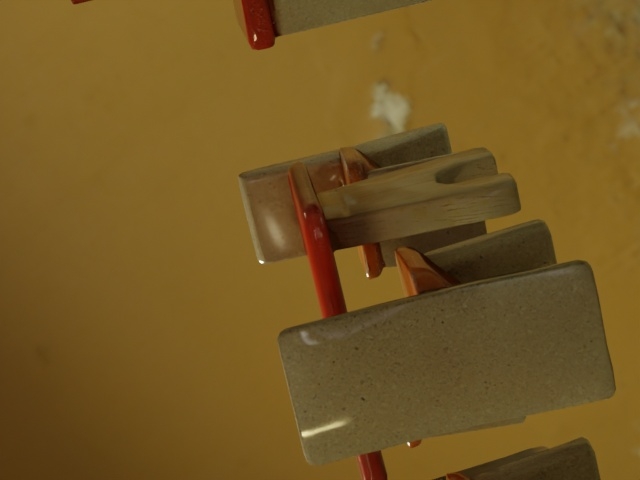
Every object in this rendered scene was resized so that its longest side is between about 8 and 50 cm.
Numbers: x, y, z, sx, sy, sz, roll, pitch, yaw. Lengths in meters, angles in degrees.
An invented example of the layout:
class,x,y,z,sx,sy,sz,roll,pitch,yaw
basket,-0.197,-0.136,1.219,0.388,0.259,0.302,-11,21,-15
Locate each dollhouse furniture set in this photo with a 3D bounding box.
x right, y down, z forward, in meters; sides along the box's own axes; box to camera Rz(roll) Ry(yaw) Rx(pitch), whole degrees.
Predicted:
class,x,y,z,sx,sy,sz,roll,pitch,yaw
dollhouse furniture set,0.000,0.000,0.625,0.262,0.135,0.259,-112,9,-76
